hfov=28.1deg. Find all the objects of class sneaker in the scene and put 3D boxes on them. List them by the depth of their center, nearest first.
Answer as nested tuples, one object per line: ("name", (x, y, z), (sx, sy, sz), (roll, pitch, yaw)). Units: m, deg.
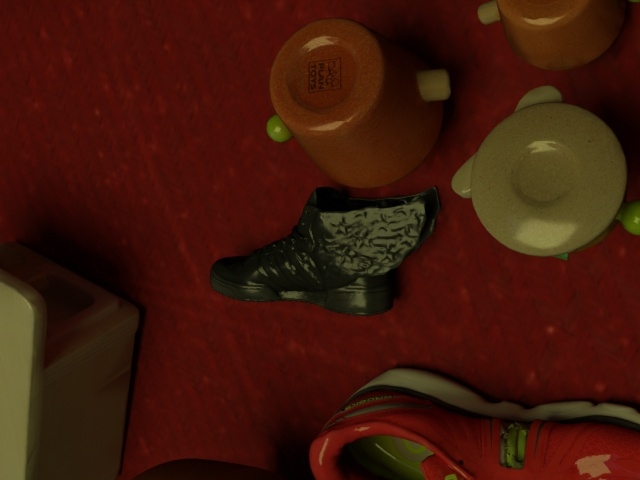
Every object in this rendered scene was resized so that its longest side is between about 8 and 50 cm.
("sneaker", (0.118, 0.162, 0.816), (0.279, 0.118, 0.107), (6, 109, 32))
("sneaker", (-0.001, 0.001, 0.886), (0.170, 0.051, 0.089), (8, 109, 26))

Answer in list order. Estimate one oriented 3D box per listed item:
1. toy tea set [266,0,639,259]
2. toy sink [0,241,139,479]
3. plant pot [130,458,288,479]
("toy tea set", (0.124, -0.088, 0.759), (0.336, 0.124, 0.200), (30, 90, 26))
("toy sink", (-0.243, 0.093, 1.023), (0.153, 0.131, 0.234), (24, 122, 25))
("plant pot", (-0.016, 0.293, 0.843), (0.204, 0.291, 0.290), (-4, 103, 31))
